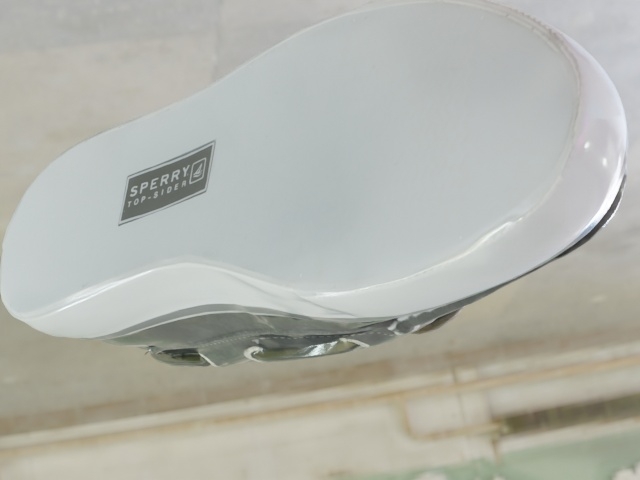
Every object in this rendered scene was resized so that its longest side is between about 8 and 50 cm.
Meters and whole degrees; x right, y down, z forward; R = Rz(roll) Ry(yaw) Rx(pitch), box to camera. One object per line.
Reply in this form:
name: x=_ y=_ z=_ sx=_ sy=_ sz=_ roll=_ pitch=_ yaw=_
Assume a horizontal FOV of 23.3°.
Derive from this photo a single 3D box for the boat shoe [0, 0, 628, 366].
boat shoe: x=0.000 y=0.000 z=0.416 sx=0.076 sy=0.080 sz=0.228 roll=26 pitch=152 yaw=-35
